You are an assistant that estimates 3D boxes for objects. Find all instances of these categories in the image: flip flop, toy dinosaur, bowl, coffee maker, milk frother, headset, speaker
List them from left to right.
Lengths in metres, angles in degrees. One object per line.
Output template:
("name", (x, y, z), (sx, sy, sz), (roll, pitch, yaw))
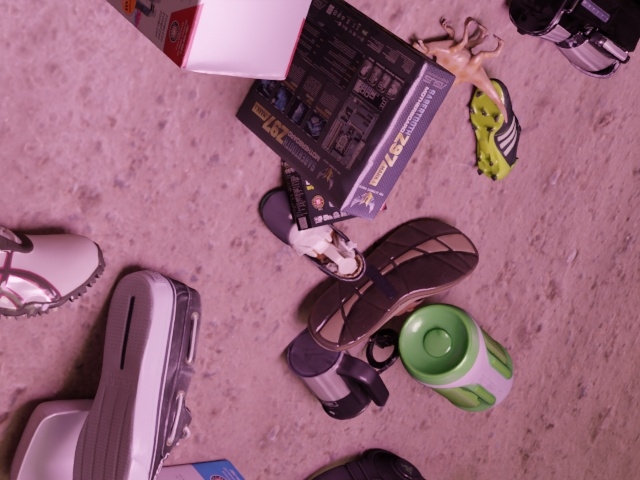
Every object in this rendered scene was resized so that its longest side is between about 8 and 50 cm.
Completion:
("bowl", (-0.317, 0.255, 1.456), (0.142, 0.053, 0.142), (5, 116, -43))
("milk frother", (0.041, 0.165, 1.677), (0.135, 0.129, 0.143), (57, 36, -49))
("flip flop", (0.100, 0.068, 1.643), (0.277, 0.112, 0.080), (-35, 164, -18))
("headset", (0.123, 0.468, 1.901), (0.394, 0.185, 0.243), (-8, 127, -23))
("speaker", (0.209, 0.180, 1.753), (0.131, 0.131, 0.296), (-49, 154, 1))
("toy dinosaur", (0.193, -0.235, 1.515), (0.183, 0.053, 0.093), (29, 106, -30))
("coffee maker", (0.350, -0.325, 1.551), (0.178, 0.120, 0.171), (20, 83, -48))

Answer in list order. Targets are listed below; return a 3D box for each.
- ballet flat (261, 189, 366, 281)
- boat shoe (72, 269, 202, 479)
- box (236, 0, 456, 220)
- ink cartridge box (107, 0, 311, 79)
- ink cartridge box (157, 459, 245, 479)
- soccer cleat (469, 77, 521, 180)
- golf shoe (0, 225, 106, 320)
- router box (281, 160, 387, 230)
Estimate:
("ballet flat", (0.000, 0.000, 1.518), (0.074, 0.074, 0.203), (-48, 139, 0))
("boat shoe", (-0.204, 0.207, 1.399), (0.119, 0.121, 0.335), (14, 88, -45))
("box", (0.021, -0.157, 1.289), (0.059, 0.232, 0.183), (17, 108, -43))
("ink cartridge box", (-0.109, -0.255, 1.146), (0.127, 0.176, 0.128), (-1, 121, -37))
("ink cartridge box", (-0.208, 0.420, 1.548), (0.307, 0.223, 0.129), (3, 120, -42))
("soccer cleat", (0.248, -0.162, 1.623), (0.072, 0.060, 0.179), (-43, 144, -28))
("golf shoe", (-0.349, 0.020, 1.212), (0.272, 0.105, 0.120), (-12, 121, -35))
("router box", (0.019, -0.069, 1.470), (0.122, 0.038, 0.092), (-15, 92, -33))
